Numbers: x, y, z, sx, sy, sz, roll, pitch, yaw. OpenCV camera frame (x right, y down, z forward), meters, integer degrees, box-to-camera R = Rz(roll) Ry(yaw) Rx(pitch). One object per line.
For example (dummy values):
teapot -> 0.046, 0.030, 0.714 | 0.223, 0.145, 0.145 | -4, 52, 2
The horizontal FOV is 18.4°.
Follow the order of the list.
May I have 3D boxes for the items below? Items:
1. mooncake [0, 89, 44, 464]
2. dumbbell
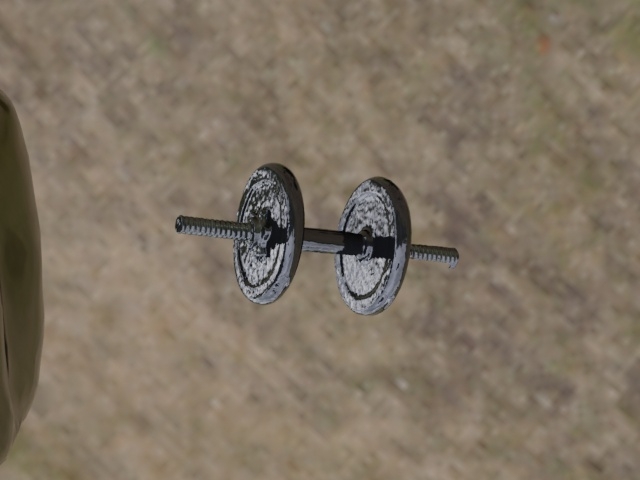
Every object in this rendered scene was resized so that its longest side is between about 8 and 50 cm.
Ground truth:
mooncake -> -0.312, 0.010, 0.892 | 0.378, 0.378, 0.201 | 8, 103, 50
dumbbell -> 0.000, 0.000, 0.943 | 0.147, 0.069, 0.069 | 6, 167, -25
